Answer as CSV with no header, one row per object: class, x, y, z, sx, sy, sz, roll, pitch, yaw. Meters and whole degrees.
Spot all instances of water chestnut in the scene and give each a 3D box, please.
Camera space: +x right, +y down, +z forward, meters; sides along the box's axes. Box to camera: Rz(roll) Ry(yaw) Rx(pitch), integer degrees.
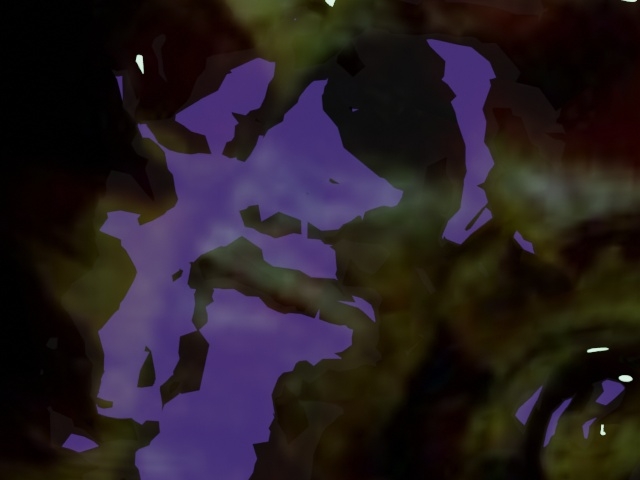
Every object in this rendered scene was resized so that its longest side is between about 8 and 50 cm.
water chestnut,0.000,0.000,0.459,0.300,0.300,0.300,0,110,1
